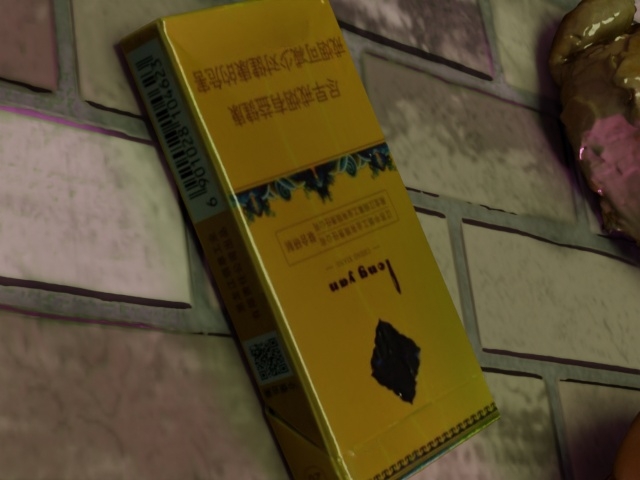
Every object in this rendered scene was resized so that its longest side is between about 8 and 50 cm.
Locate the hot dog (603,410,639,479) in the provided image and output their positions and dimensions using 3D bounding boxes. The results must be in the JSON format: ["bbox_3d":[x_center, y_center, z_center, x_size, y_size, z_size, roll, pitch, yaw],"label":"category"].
[{"bbox_3d":[0.263,0.184,1.102,0.326,0.107,0.194,26,63,-52],"label":"hot dog"}]

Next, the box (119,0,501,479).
[{"bbox_3d":[0.000,-0.001,0.924,0.153,0.041,0.279,-22,91,-53],"label":"box"}]

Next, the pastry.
[{"bbox_3d":[0.261,-0.082,1.225,0.218,0.100,0.229,0,71,-50],"label":"pastry"}]
